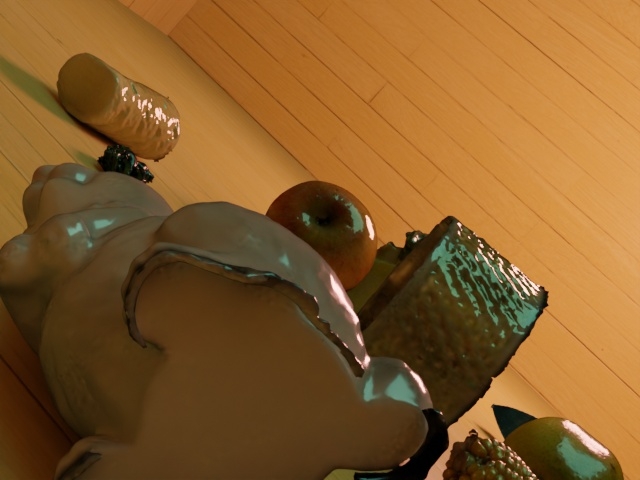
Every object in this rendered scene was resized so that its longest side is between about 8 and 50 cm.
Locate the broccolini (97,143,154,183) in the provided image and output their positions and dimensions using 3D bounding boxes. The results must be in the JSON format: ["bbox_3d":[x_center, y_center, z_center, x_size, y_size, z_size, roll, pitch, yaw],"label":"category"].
[{"bbox_3d":[-0.217,-0.062,1.268,0.071,0.057,0.254,-5,20,-15],"label":"broccolini"}]

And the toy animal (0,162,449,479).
[{"bbox_3d":[-0.099,0.054,0.725,0.258,0.194,0.357,29,3,-23],"label":"toy animal"}]

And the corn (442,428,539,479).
[{"bbox_3d":[0.268,0.348,1.290,0.313,0.102,0.102,40,7,-19],"label":"corn"}]

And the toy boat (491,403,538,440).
[{"bbox_3d":[0.412,0.395,1.893,0.299,0.096,0.062,43,-5,22],"label":"toy boat"}]

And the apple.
[{"bbox_3d":[0.000,0.000,1.681,0.182,0.182,0.155,44,-23,13],"label":"apple"}]

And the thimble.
[{"bbox_3d":[0.130,0.113,1.300,0.150,0.271,0.271,40,6,0],"label":"thimble"}]

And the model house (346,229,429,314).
[{"bbox_3d":[0.091,0.054,1.848,0.211,0.170,0.194,12,4,8],"label":"model house"}]

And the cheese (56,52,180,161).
[{"bbox_3d":[-0.280,-0.189,1.521,0.123,0.094,0.167,49,9,32],"label":"cheese"}]

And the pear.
[{"bbox_3d":[0.307,0.323,1.417,0.180,0.166,0.216,57,16,17],"label":"pear"}]
